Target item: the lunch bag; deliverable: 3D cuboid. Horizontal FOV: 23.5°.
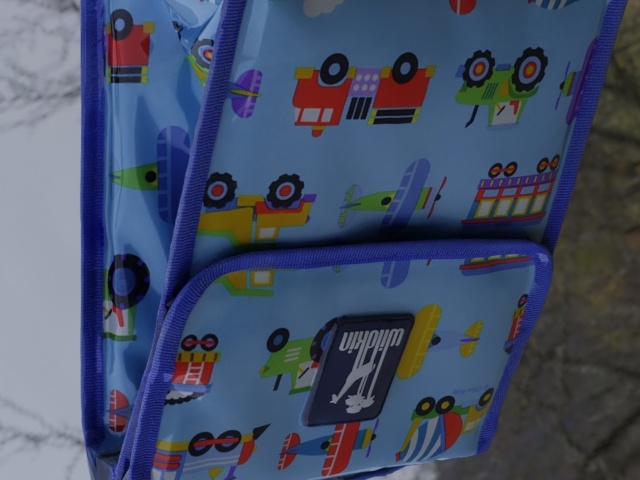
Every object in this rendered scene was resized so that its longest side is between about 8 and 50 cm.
[{"bbox_3d":[0.000,0.000,0.737,0.138,0.221,0.293,31,120,49],"label":"lunch bag"}]
